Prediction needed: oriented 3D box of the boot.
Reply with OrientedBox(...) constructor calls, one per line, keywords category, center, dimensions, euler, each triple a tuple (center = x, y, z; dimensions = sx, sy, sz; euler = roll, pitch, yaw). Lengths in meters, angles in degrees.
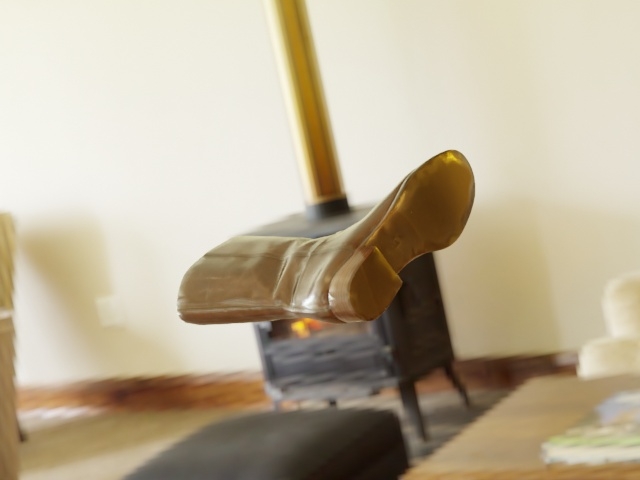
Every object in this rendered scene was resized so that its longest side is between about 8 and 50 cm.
OrientedBox(category="boot", center=(0.000, 0.000, 0.648), dimensions=(0.114, 0.037, 0.106), euler=(-6, 30, 46))
